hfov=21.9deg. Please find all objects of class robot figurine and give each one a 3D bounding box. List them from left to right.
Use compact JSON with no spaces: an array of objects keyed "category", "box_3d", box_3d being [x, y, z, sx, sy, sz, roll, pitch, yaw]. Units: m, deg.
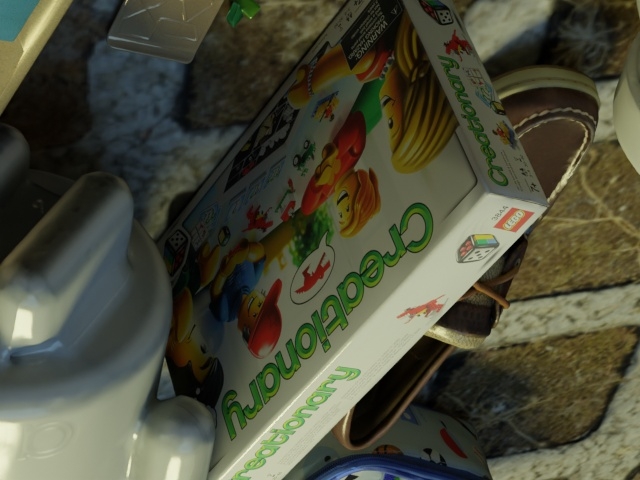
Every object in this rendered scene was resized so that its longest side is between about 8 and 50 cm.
[{"category":"robot figurine","box_3d":[-0.205,0.095,1.046,0.200,0.300,0.353,-50,162,-43]}]

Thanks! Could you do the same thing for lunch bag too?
[{"category":"lunch bag","box_3d":[-0.008,0.256,1.426,0.243,0.115,0.303,20,125,-42]}]

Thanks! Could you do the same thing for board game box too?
[{"category":"board game box","box_3d":[0.000,0.000,1.034,0.053,0.193,0.305,12,133,-36]}]

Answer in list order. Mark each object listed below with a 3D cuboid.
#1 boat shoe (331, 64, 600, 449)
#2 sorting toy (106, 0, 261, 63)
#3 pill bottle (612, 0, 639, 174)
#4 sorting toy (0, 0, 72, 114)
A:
[{"category":"boat shoe","box_3d":[0.093,0.025,1.167,0.123,0.123,0.342,11,134,-36]},{"category":"sorting toy","box_3d":[-0.079,-0.133,0.978,0.083,0.012,0.062,8,131,-28]},{"category":"pill bottle","box_3d":[0.300,-0.180,0.926,0.210,0.210,0.363,-7,142,-17]},{"category":"sorting toy","box_3d":[-0.262,-0.108,0.764,0.307,0.041,0.229,2,151,-35]}]
